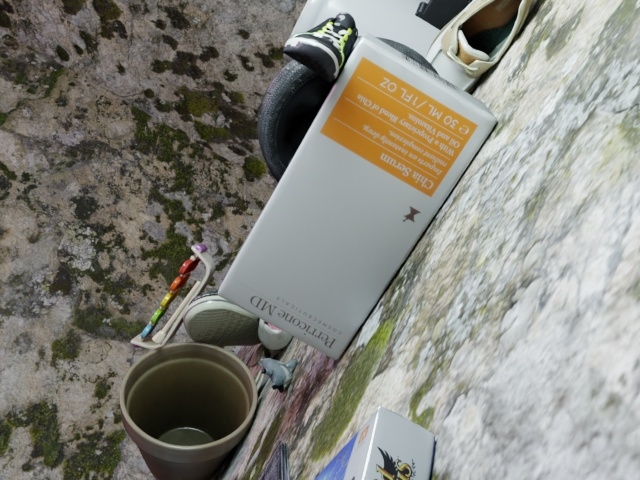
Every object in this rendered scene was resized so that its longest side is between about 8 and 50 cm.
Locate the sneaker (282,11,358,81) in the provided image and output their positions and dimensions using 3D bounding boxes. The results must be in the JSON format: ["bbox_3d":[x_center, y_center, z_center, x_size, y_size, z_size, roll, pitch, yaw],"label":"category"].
[{"bbox_3d":[0.007,-0.292,1.016,0.097,0.084,0.235,-58,6,12],"label":"sneaker"}]

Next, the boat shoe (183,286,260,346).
[{"bbox_3d":[-0.240,0.189,1.914,0.186,0.156,0.500,-25,-16,11],"label":"boat shoe"}]

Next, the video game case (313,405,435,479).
[{"bbox_3d":[-0.013,0.305,0.570,0.269,0.061,0.244,-57,5,36],"label":"video game case"}]

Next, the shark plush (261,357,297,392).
[{"bbox_3d":[-0.099,0.292,1.479,0.073,0.067,0.161,-59,5,16],"label":"shark plush"}]

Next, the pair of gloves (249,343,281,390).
[{"bbox_3d":[-0.166,0.358,1.940,0.204,0.042,0.240,-49,14,50],"label":"pair of gloves"}]

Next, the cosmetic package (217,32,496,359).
[{"bbox_3d":[0.048,-0.066,1.107,0.453,0.230,0.161,-59,5,20],"label":"cosmetic package"}]

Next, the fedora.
[{"bbox_3d":[0.060,-0.212,1.245,0.334,0.334,0.152,-59,9,21],"label":"fedora"}]

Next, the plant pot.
[{"bbox_3d":[-0.330,0.462,1.750,0.323,0.323,0.280,-66,-10,-50],"label":"plant pot"}]

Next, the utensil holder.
[{"bbox_3d":[0.148,-0.528,1.844,0.328,0.385,0.327,-60,6,10],"label":"utensil holder"}]

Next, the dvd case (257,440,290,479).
[{"bbox_3d":[-0.093,0.406,1.045,0.164,0.018,0.221,-59,4,0],"label":"dvd case"}]

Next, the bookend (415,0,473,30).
[{"bbox_3d":[0.298,-0.487,1.405,0.156,0.157,0.072,-58,6,38],"label":"bookend"}]

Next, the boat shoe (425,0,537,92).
[{"bbox_3d":[0.260,-0.342,1.216,0.302,0.113,0.103,-55,1,40],"label":"boat shoe"}]

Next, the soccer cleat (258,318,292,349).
[{"bbox_3d":[-0.074,0.129,1.852,0.143,0.116,0.331,97,-170,-62],"label":"soccer cleat"}]

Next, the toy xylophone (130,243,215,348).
[{"bbox_3d":[-0.377,0.156,1.835,0.323,0.081,0.236,-57,2,-6],"label":"toy xylophone"}]
